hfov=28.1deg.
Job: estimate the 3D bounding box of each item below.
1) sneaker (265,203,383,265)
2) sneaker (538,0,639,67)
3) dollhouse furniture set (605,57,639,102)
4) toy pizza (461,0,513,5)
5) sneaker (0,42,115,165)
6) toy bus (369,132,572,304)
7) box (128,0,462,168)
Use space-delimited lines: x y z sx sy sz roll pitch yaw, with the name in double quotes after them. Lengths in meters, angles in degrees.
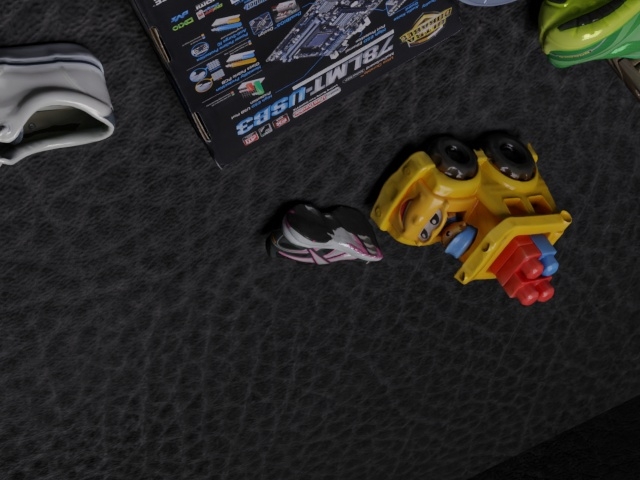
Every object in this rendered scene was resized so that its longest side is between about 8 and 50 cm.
0.000 0.000 1.597 0.077 0.072 0.178 -35 146 33 "sneaker"
0.378 -0.284 1.467 0.295 0.109 0.123 -21 161 -7 "sneaker"
0.437 -0.216 1.585 0.129 0.129 0.183 -34 152 7 "dollhouse furniture set"
0.208 -0.321 1.297 0.201 0.032 0.201 -25 152 -14 "toy pizza"
-0.295 -0.109 1.087 0.258 0.091 0.094 -15 148 -27 "sneaker"
0.204 -0.012 1.608 0.220 0.211 0.149 -5 144 -38 "toy bus"
-0.017 -0.230 1.183 0.295 0.073 0.293 -30 153 -4 "box"
